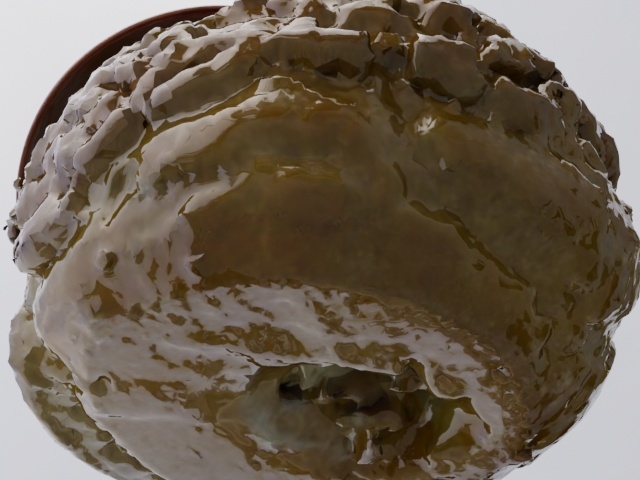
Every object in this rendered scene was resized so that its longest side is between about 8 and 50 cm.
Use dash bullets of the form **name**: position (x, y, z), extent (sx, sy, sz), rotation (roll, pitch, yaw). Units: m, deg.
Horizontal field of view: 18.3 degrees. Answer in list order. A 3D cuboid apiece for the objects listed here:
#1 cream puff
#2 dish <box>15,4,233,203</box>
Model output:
- **cream puff**: position (0.000, 0.000, 1.069), extent (0.327, 0.343, 0.231), rotation (24, -129, -29)
- **dish**: position (-0.084, -0.045, 1.356), extent (0.260, 0.085, 0.260), rotation (-6, -67, -14)
